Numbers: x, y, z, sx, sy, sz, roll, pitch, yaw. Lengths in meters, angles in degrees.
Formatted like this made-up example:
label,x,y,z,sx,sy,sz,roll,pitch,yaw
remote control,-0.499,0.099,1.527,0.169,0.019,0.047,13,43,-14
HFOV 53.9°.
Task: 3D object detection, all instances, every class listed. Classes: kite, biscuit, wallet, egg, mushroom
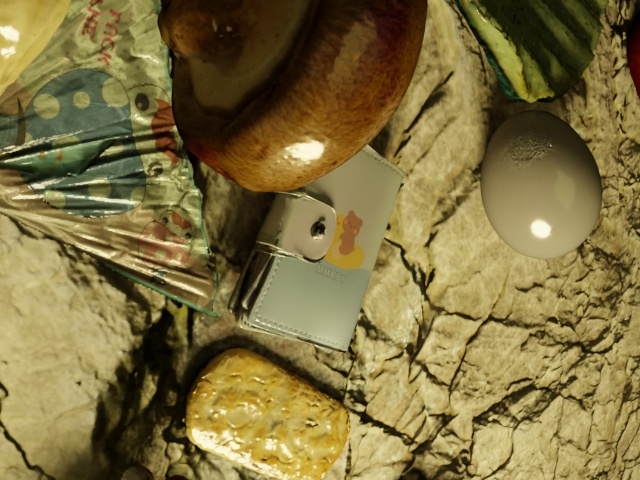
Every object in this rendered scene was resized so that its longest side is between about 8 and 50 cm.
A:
label,x,y,z,sx,sy,sz,roll,pitch,yaw
kite,-0.163,-0.098,0.575,0.368,0.014,0.406,-19,113,-30
biscuit,-0.053,0.210,0.730,0.247,0.029,0.118,38,81,-36
wallet,0.000,0.000,0.684,0.170,0.069,0.231,25,83,-41
egg,0.280,-0.070,0.807,0.146,0.146,0.199,-25,110,-27
mushroom,-0.028,-0.165,0.495,0.153,0.253,0.253,3,102,-49

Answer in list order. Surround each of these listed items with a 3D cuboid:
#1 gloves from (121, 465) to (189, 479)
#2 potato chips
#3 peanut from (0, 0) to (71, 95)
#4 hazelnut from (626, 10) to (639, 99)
label,x,y,z,sx,sy,sz,roll,pitch,yaw
gloves,-0.186,0.341,0.618,0.140,0.131,0.219,29,95,-39
potato chips,0.246,-0.330,0.722,0.429,0.070,0.358,21,75,-45
peanut,-0.230,-0.221,0.423,0.125,0.111,0.274,9,102,-2
hazelnut,0.563,-0.271,0.907,0.229,0.229,0.229,-11,109,-32
